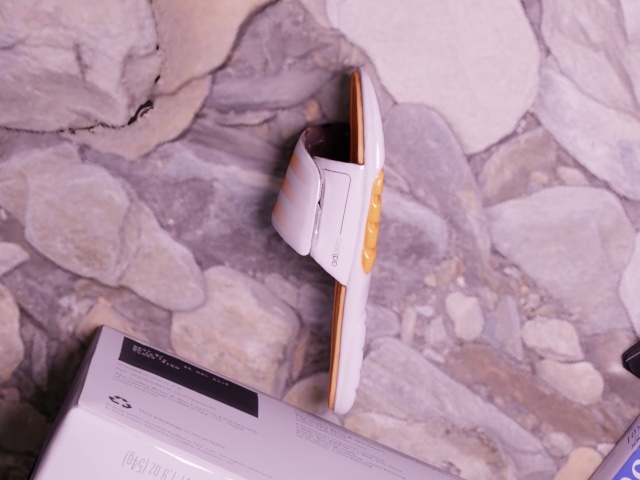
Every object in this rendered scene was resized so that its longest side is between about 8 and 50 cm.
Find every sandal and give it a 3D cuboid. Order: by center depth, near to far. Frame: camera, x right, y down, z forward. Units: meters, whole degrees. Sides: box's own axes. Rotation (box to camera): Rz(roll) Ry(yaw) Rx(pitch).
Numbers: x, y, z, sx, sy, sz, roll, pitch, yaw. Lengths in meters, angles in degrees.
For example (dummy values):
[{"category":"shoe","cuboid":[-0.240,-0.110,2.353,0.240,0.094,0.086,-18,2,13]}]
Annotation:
[{"category":"sandal","cuboid":[0.001,0.004,1.414,0.076,0.102,0.265,4,105,-4]}]

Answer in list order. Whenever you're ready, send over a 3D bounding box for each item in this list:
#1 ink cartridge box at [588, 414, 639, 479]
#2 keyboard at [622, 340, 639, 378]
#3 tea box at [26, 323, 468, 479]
[{"category":"ink cartridge box","cuboid":[0.241,0.232,1.497,0.097,0.046,0.207,34,100,-9]},{"category":"keyboard","cuboid":[0.329,0.119,1.459,0.180,0.108,0.023,34,57,-9]},{"category":"tea box","cuboid":[-0.087,0.288,1.417,0.329,0.220,0.323,23,102,-6]}]
